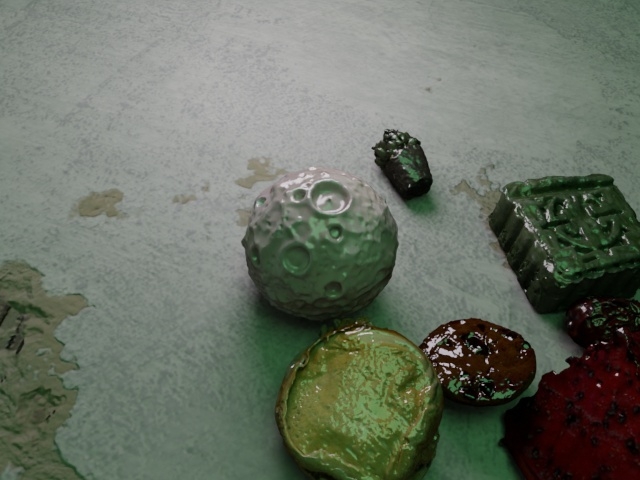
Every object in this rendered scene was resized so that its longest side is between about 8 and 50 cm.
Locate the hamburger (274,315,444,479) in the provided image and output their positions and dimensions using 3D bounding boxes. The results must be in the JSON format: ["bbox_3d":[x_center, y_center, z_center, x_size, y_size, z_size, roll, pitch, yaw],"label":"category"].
[{"bbox_3d":[0.051,0.241,1.051,0.243,0.146,0.286,-19,65,-15],"label":"hamburger"}]

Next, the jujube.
[{"bbox_3d":[0.500,0.145,1.228,0.165,0.104,0.104,8,52,-14],"label":"jujube"}]

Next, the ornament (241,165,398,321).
[{"bbox_3d":[0.000,0.000,1.168,0.259,0.225,0.259,5,53,-7],"label":"ornament"}]

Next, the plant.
[{"bbox_3d":[0.162,-0.154,1.397,0.092,0.094,0.143,-21,64,-11],"label":"plant"}]

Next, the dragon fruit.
[{"bbox_3d":[0.449,0.338,1.004,0.228,0.286,0.329,21,42,-27],"label":"dragon fruit"}]

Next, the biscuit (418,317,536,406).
[{"bbox_3d":[0.247,0.192,1.143,0.192,0.049,0.192,-7,34,5],"label":"biscuit"}]

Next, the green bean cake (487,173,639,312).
[{"bbox_3d":[0.466,-0.008,1.318,0.241,0.132,0.255,-9,55,-11],"label":"green bean cake"}]
